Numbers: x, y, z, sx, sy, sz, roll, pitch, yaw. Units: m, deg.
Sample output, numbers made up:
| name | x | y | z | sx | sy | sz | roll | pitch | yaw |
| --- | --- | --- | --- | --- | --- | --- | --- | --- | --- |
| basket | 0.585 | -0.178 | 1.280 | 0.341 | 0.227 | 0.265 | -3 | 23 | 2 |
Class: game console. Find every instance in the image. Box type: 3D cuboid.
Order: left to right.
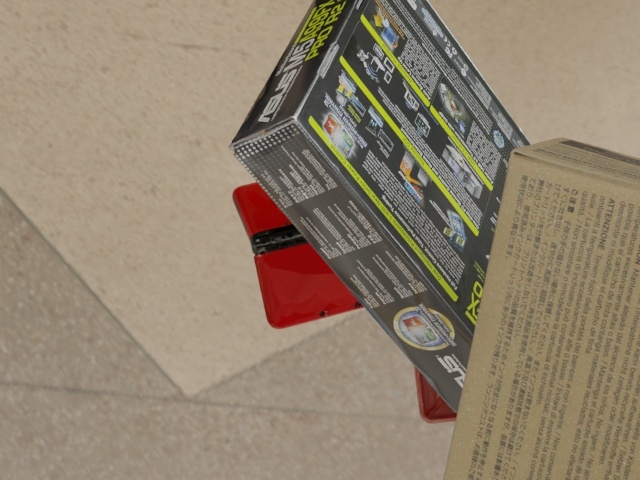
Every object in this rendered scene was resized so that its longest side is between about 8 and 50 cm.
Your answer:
| name | x | y | z | sx | sy | sz | roll | pitch | yaw |
| --- | --- | --- | --- | --- | --- | --- | --- | --- | --- |
| game console | 0.000 | 0.000 | 1.120 | 0.144 | 0.124 | 0.085 | -14 | 134 | -12 |

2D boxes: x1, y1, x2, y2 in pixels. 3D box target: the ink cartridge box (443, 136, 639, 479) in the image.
| name | x | y | z | sx | sy | sz | roll | pitch | yaw |
| --- | --- | --- | --- | --- | --- | --- | --- | --- | --- |
| ink cartridge box | 0.183 | 0.079 | 0.647 | 0.088 | 0.193 | 0.235 | -17 | 121 | -57 |

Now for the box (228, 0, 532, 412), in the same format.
| name | x | y | z | sx | sy | sz | roll | pitch | yaw |
| --- | --- | --- | --- | --- | --- | --- | --- | --- | --- |
| box | 0.073 | -0.044 | 0.836 | 0.270 | 0.060 | 0.216 | 49 | 42 | -25 |

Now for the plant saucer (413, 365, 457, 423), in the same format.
| name | x | y | z | sx | sy | sz | roll | pitch | yaw |
| --- | --- | --- | --- | --- | --- | --- | --- | --- | --- |
| plant saucer | 0.223 | 0.058 | 1.278 | 0.259 | 0.048 | 0.258 | -7 | 85 | 9 |
